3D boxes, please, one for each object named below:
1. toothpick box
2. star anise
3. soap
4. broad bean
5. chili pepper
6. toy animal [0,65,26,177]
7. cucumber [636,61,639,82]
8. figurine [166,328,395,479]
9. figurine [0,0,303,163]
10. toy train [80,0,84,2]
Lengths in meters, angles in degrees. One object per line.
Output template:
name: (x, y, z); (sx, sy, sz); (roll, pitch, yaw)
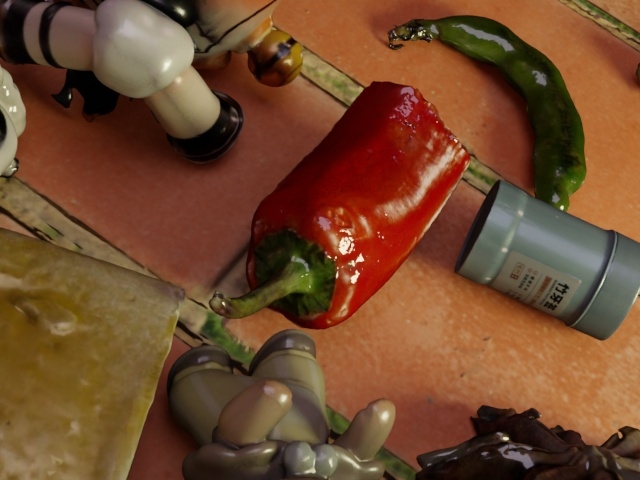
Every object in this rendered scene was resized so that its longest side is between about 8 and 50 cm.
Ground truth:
toothpick box: (0.216, 0.018, 1.036); (0.153, 0.101, 0.101); (25, 54, 2)
star anise: (0.214, 0.198, 0.877); (0.288, 0.088, 0.288); (10, 14, -3)
soap: (-0.292, 0.126, 0.779); (0.335, 0.156, 0.293); (19, 49, -5)
broad bean: (0.205, -0.149, 1.181); (0.144, 0.049, 0.292); (-27, 66, -23)
chili pepper: (0.001, 0.004, 0.961); (0.134, 0.131, 0.338); (49, 49, -13)
toy animal: (-0.358, -0.113, 0.916); (0.204, 0.156, 0.208); (36, 58, 13)
cucumber: (0.458, -0.178, 1.272); (0.187, 0.058, 0.058); (7, 55, -14)
figurine: (-0.027, 0.227, 0.776); (0.248, 0.203, 0.381); (12, 39, -27)
figurine: (-0.137, -0.264, 1.037); (0.320, 0.196, 0.323); (27, 67, -19)
toy train: (-0.265, -0.313, 1.122); (0.149, 0.081, 0.099); (17, 53, -5)
